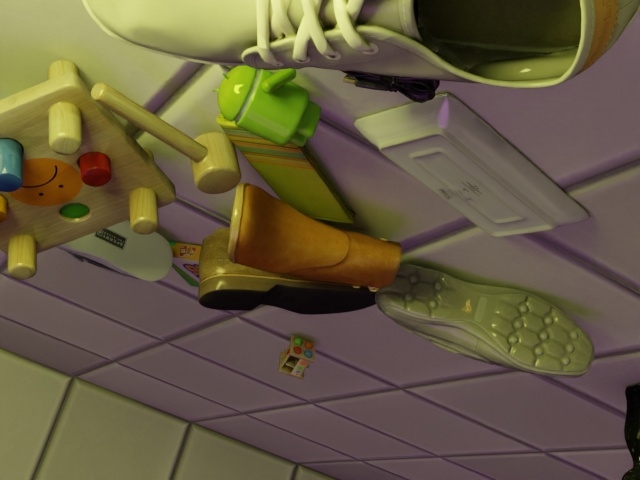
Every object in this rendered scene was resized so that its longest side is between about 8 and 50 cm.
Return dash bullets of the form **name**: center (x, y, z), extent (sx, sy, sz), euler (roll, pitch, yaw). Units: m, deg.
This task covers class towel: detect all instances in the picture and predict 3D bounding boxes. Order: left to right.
- **towel**: center (-0.038, -0.088, 1.198), extent (0.102, 0.021, 0.237), euler (11, 158, 28)

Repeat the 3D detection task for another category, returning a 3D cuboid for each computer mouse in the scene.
- **computer mouse**: center (0.055, -0.192, 0.865), extent (0.106, 0.042, 0.193), euler (17, 164, 13)

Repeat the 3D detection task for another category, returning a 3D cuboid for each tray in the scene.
- **tray**: center (0.171, -0.069, 1.077), extent (0.270, 0.030, 0.145), euler (33, 154, -34)

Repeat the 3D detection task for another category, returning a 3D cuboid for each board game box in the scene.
- **board game box**: center (-0.144, 0.053, 1.580), extent (0.259, 0.039, 0.124), euler (10, 156, 23)

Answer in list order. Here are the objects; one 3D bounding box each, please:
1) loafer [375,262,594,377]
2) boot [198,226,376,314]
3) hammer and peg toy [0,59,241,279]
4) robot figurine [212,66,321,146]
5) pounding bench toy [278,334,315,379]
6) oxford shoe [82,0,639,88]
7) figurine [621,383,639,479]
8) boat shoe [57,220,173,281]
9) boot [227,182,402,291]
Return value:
- **loafer**: center (0.234, 0.119, 1.378), extent (0.319, 0.112, 0.111), euler (22, 163, 7)
- **boot**: center (-0.036, 0.044, 1.419), extent (0.305, 0.115, 0.112), euler (8, 150, -28)
- **hammer and peg toy**: center (-0.298, -0.103, 1.165), extent (0.361, 0.127, 0.266), euler (-20, 145, 12)
- **robot figurine**: center (-0.058, -0.144, 1.014), extent (0.115, 0.067, 0.101), euler (24, 156, -15)
- **pounding bench toy**: center (-0.044, 0.215, 1.865), extent (0.052, 0.083, 0.065), euler (20, 126, -14)
- **oxford shoe**: center (0.010, -0.193, 0.712), extent (0.449, 0.130, 0.169), euler (7, 125, 16)
- **figurine**: center (0.547, 0.323, 1.481), extent (0.092, 0.210, 0.215), euler (20, 157, -7)
- **boat shoe**: center (-0.373, -0.023, 1.482), extent (0.301, 0.108, 0.102), euler (30, 159, -35)
- **boot**: center (0.000, 0.001, 1.220), extent (0.211, 0.104, 0.295), euler (9, 172, 6)
